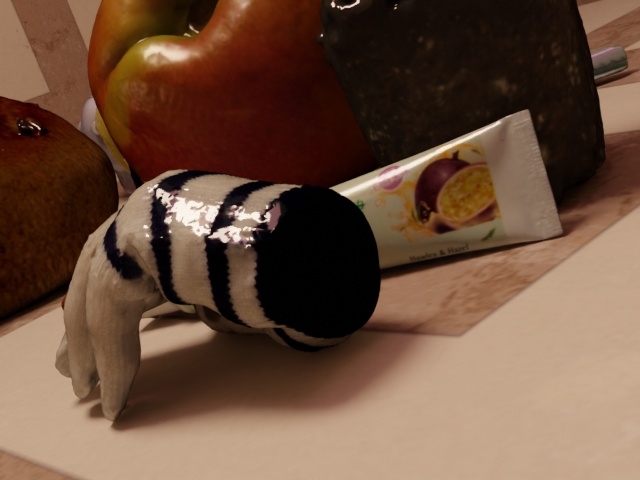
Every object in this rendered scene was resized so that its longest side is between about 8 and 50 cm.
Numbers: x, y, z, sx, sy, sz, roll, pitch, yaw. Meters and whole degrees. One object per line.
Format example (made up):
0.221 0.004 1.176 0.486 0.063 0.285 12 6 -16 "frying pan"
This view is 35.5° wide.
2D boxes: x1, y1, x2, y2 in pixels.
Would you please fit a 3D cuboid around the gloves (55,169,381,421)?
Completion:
-0.079 0.019 0.572 0.219 0.131 0.140 4 23 39 "gloves"

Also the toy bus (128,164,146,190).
-0.114 -0.091 1.124 0.195 0.089 0.081 -24 14 -16 "toy bus"

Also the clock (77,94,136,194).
-0.254 -0.166 1.440 0.189 0.188 0.254 -16 13 19 "clock"

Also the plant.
0.080 -0.173 0.672 0.182 0.320 0.194 -17 12 18 "plant"

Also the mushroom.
-0.370 -0.014 1.032 0.346 0.259 0.345 -4 39 4 "mushroom"

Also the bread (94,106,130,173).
-0.182 -0.144 1.256 0.197 0.197 0.170 -22 24 -6 "bread"

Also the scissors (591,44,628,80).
0.187 -0.146 1.029 0.256 0.030 0.125 -18 15 17 "scissors"

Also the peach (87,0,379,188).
-0.042 -0.165 0.912 0.308 0.307 0.332 -15 -6 21 "peach"

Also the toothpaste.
0.000 0.000 0.666 0.315 0.058 0.056 -17 36 26 "toothpaste"
